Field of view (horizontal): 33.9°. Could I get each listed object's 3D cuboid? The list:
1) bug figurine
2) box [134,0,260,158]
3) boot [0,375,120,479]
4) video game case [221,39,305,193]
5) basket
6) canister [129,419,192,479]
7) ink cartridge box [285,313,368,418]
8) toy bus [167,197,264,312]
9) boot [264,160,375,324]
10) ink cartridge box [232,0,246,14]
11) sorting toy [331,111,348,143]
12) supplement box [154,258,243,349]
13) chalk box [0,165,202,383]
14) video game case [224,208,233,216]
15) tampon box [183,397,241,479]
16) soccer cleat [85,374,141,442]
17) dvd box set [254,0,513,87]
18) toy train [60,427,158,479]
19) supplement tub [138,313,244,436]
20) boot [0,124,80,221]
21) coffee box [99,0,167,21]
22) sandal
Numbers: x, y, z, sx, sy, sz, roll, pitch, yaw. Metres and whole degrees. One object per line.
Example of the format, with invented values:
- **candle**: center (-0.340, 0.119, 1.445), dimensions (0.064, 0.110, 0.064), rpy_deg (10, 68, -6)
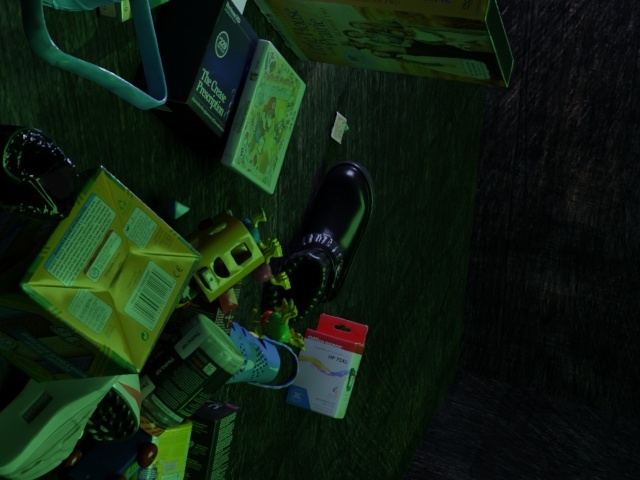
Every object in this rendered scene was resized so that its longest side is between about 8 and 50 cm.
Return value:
- **bug figurine**: center (-0.099, 0.086, 1.913), dimensions (0.216, 0.072, 0.279), rpy_deg (-134, -150, -71)
- **box**: center (-0.172, -0.255, 1.652), dimensions (0.261, 0.103, 0.184), rpy_deg (44, 60, -68)
- **boot**: center (-0.354, 0.227, 1.453), dimensions (0.258, 0.095, 0.123), rpy_deg (-41, 159, -11)
- **video game case**: center (-0.090, -0.197, 1.734), dimensions (0.227, 0.026, 0.206), rpy_deg (34, 72, -73)
- **basket**: center (-0.259, -0.306, 1.175), dimensions (0.255, 0.201, 0.289), rpy_deg (26, 48, -69)
- **canister**: center (-0.288, 0.392, 1.809), dimensions (0.126, 0.073, 0.169), rpy_deg (2, 101, -50)
- **ink cartridge box**: center (0.017, 0.296, 2.508), dimensions (0.078, 0.134, 0.231), rpy_deg (31, 74, -69)
- **toy bus**: center (-0.189, 0.047, 1.669), dimensions (0.191, 0.104, 0.202), rpy_deg (8, 98, -30)
- **boot**: center (0.004, 0.002, 2.265), dimensions (0.260, 0.131, 0.348), rpy_deg (-15, 118, -68)
- **ink cartridge box**: center (-0.142, -0.476, 1.640), dimensions (0.171, 0.056, 0.235), rpy_deg (48, 56, -67)
- **sorting toy**: center (0.044, -0.251, 2.370), dimensions (0.083, 0.012, 0.062), rpy_deg (26, 75, -67)
- **supplement box**: center (-0.205, 0.109, 1.810), dimensions (0.081, 0.104, 0.188), rpy_deg (11, 94, -71)
- **chalk box**: center (-0.323, 0.051, 1.269), dimensions (0.179, 0.289, 0.180), rpy_deg (45, 53, -30)
- **video game case**: center (-0.186, 0.014, 1.934), dimensions (0.087, 0.011, 0.122), rpy_deg (76, 34, -53)
- **tampon box**: center (-0.230, 0.372, 1.907), dimensions (0.101, 0.120, 0.161), rpy_deg (-14, 117, -67)
- **soccer cleat**: center (-0.331, 0.152, 1.539), dimensions (0.116, 0.109, 0.318), rpy_deg (-96, 177, -55)
- **dvd box set**: center (0.117, -0.378, 1.870), dimensions (0.307, 0.420, 0.062), rpy_deg (40, 63, -69)
- **toy train**: center (-0.360, 0.400, 1.626), dimensions (0.248, 0.105, 0.143), rpy_deg (-46, 159, -54)
- **supplement tub**: center (-0.226, 0.221, 1.701), dimensions (0.190, 0.117, 0.117), rpy_deg (-44, 158, 0)
- **boot**: center (-0.355, -0.050, 1.136), dimensions (0.246, 0.207, 0.094), rpy_deg (73, 36, -57)
- **coffee box**: center (-0.243, -0.379, 1.454), dimensions (0.184, 0.040, 0.113), rpy_deg (-45, 144, -55)
- **sandal**: center (-0.137, 0.228, 2.040), dimensions (0.317, 0.138, 0.126), rpy_deg (17, 90, -69)
